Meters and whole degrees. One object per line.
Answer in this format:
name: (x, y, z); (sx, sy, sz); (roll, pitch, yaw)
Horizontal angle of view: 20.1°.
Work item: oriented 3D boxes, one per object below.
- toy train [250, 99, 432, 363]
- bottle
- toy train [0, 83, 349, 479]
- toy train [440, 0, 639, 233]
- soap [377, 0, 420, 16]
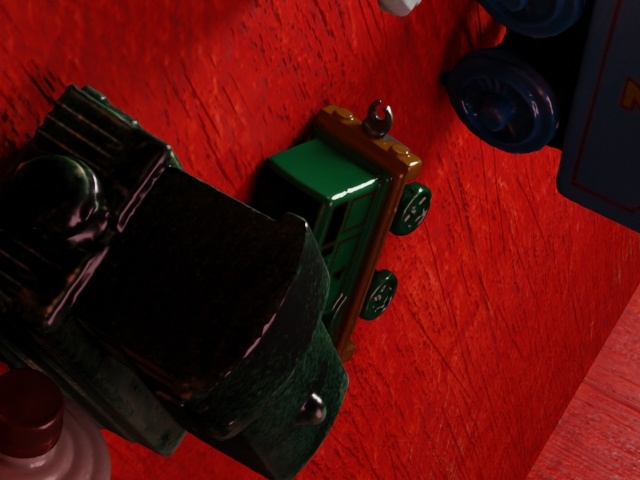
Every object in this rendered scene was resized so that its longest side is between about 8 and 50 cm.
toy train: (0.000, 0.000, 1.325); (0.136, 0.091, 0.227); (-20, 138, -50)
bottle: (-0.174, 0.157, 1.007); (0.104, 0.104, 0.245); (-46, 162, -40)
toy train: (-0.081, 0.049, 1.016); (0.138, 0.178, 0.330); (-58, 161, -13)
toy train: (0.256, -0.174, 1.475); (0.188, 0.265, 0.300); (-49, 157, -35)
soap: (0.024, -0.235, 1.016); (0.150, 0.094, 0.261); (-60, 162, -2)
